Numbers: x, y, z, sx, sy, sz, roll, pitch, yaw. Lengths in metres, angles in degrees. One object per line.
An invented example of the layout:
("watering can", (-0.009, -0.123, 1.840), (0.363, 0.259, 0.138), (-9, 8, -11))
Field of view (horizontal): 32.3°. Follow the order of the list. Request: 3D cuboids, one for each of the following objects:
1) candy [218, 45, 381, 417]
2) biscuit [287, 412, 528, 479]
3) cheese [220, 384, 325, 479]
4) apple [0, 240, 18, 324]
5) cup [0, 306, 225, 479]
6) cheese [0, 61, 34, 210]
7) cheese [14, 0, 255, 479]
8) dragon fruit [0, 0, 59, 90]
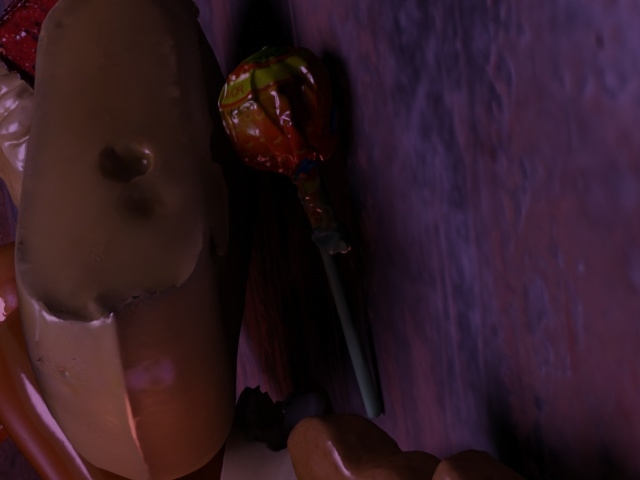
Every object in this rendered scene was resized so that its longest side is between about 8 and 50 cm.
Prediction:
("candy", (0.000, 0.000, 0.559), (0.060, 0.060, 0.201), (17, 127, 67))
("biscuit", (0.064, 0.174, 0.426), (0.212, 0.041, 0.239), (31, 140, 37))
("cheese", (-0.037, 0.192, 0.636), (0.127, 0.050, 0.235), (-20, 48, 57))
("apple", (-0.327, 0.081, 1.316), (0.199, 0.199, 0.199), (167, 90, -70))
("cup", (-0.190, 0.178, 0.953), (0.264, 0.226, 0.182), (50, -179, 39))
("cheese", (-0.296, -0.102, 1.200), (0.214, 0.117, 0.226), (54, 156, 39))
("cheese", (-0.104, 0.019, 0.652), (0.316, 0.128, 0.259), (89, -179, -61))
("dragon fruit", (-0.174, -0.177, 0.878), (0.161, 0.120, 0.127), (-28, 31, 45))
